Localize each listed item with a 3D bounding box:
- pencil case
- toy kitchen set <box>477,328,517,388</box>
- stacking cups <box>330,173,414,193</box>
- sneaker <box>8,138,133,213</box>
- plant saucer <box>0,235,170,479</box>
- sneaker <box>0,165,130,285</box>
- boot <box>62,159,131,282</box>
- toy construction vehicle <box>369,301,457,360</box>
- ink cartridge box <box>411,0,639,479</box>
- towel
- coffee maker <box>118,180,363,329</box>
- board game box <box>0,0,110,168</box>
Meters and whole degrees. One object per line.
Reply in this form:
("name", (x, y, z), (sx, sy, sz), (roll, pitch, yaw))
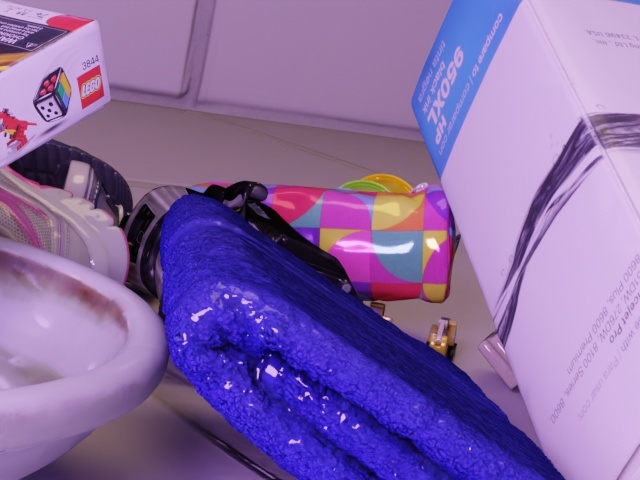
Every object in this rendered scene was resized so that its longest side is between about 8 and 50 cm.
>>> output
("pencil case", (0.000, 0.000, 1.227), (0.236, 0.104, 0.104), (1, 8, 6))
("toy kitchen set", (0.251, 0.102, 1.135), (0.207, 0.166, 0.122), (50, 18, 8))
("stacking cups", (0.004, -0.006, 1.440), (0.096, 0.096, 0.316), (14, 12, 21))
("sneaker", (-0.315, -0.051, 1.235), (0.319, 0.112, 0.131), (7, 12, -31))
("plant saucer", (-0.270, 0.054, 0.662), (0.400, 0.100, 0.400), (10, 9, -2))
("sneaker", (-0.259, -0.018, 1.031), (0.252, 0.103, 0.111), (26, 25, 14))
("boot", (-0.156, -0.008, 1.156), (0.086, 0.069, 0.190), (13, -13, -5))
("toy construction vehicle", (0.066, 0.069, 1.189), (0.086, 0.035, 0.098), (12, 9, 10))
("ink cartridge box", (0.251, -0.007, 0.940), (0.285, 0.166, 0.395), (7, 40, -20))
("towel", (0.009, 0.077, 0.770), (0.228, 0.076, 0.308), (34, 3, -10))
("coffee maker", (-0.050, 0.039, 1.055), (0.171, 0.120, 0.178), (45, -2, -20))
("board game box", (-0.286, -0.082, 0.769), (0.305, 0.053, 0.193), (16, 36, 30))
